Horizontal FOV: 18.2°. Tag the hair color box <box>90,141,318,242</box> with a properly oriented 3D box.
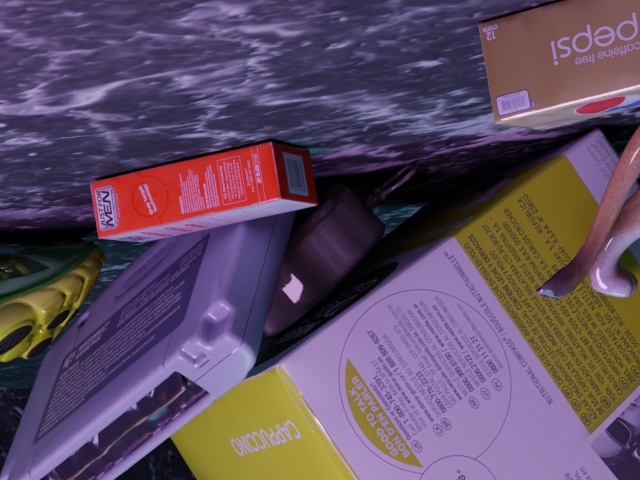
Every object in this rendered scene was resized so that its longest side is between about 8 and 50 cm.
[{"bbox_3d":[-0.081,-0.033,1.391,0.141,0.043,0.072,-12,173,20],"label":"hair color box"}]

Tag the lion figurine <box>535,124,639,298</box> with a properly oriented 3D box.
[{"bbox_3d":[0.358,-0.043,1.379,0.392,0.240,0.142,5,-160,-6],"label":"lion figurine"}]

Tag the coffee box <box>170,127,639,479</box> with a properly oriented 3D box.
[{"bbox_3d":[0.125,0.163,1.593,0.334,0.338,0.337,-36,-177,-22],"label":"coffee box"}]

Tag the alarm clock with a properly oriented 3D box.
[{"bbox_3d":[0.000,0.000,1.548,0.192,0.064,0.129,-39,-173,9],"label":"alarm clock"}]

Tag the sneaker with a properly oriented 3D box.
[{"bbox_3d":[-0.269,0.039,1.554,0.109,0.123,0.295,-51,170,26],"label":"sneaker"}]

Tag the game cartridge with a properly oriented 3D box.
[{"bbox_3d":[-0.129,0.079,1.505,0.062,0.198,0.297,38,129,-16],"label":"game cartridge"}]

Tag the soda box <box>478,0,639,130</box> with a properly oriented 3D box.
[{"bbox_3d":[0.179,-0.106,1.053,0.181,0.058,0.061,-12,172,31],"label":"soda box"}]
